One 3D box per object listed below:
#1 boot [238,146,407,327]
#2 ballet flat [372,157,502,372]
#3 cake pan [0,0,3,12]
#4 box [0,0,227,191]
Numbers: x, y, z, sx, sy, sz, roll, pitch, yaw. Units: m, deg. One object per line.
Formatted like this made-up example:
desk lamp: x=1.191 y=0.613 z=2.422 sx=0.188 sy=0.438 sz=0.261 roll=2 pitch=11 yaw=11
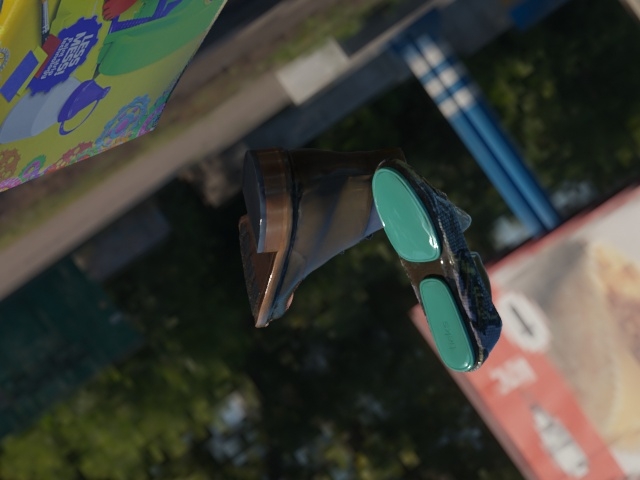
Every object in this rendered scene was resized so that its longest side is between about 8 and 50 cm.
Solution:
boot: x=0.000 y=0.000 z=1.383 sx=0.106 sy=0.082 sz=0.219 roll=-9 pitch=156 yaw=-8
ballet flat: x=0.058 y=0.007 z=0.939 sx=0.041 sy=0.114 sz=0.041 roll=-20 pitch=-162 yaw=7
cake pan: x=-0.224 y=-0.131 z=0.605 sx=0.293 sy=0.293 sz=0.054 roll=-35 pitch=-167 yaw=28
box: x=-0.142 y=-0.216 z=0.741 sx=0.290 sy=0.279 sz=0.177 roll=-56 pitch=166 yaw=30
